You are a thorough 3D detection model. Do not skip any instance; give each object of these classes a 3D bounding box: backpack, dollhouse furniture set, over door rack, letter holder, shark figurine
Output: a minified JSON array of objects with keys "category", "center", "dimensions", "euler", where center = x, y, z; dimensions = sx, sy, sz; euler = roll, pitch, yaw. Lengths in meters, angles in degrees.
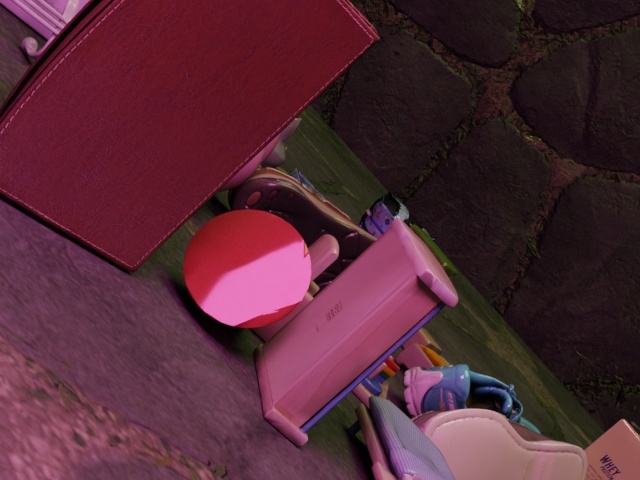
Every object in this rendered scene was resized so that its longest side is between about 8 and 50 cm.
[{"category":"backpack","center":[0.146,-0.003,2.249],"dimensions":[0.158,0.117,0.173],"euler":[47,8,-4]},{"category":"dollhouse furniture set","center":[0.107,0.148,1.159],"dimensions":[0.303,0.198,0.286],"euler":[45,10,-20]},{"category":"over door rack","center":[-0.249,-0.343,1.301],"dimensions":[0.108,0.324,0.239],"euler":[20,-13,45]},{"category":"dollhouse furniture set","center":[0.205,0.155,1.733],"dimensions":[0.197,0.151,0.301],"euler":[36,15,-52]},{"category":"letter holder","center":[-0.145,-0.157,0.955],"dimensions":[0.214,0.302,0.152],"euler":[36,14,-50]},{"category":"shark figurine","center":[-0.078,-0.177,1.977],"dimensions":[0.166,0.116,0.278],"euler":[51,11,12]}]

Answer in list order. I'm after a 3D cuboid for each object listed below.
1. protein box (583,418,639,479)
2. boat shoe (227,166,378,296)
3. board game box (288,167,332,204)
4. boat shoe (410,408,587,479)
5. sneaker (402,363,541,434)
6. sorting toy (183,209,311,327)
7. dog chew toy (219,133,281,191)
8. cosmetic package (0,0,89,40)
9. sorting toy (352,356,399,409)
[{"category":"protein box","center":[0.400,0.377,1.532],"dimensions":[0.200,0.201,0.136],"euler":[51,10,21]},{"category":"boat shoe","center":[0.000,0.000,1.555],"dimensions":[0.324,0.122,0.120],"euler":[43,7,-32]},{"category":"board game box","center":[-0.002,-0.045,1.999],"dimensions":[0.136,0.035,0.201],"euler":[45,9,-15]},{"category":"boat shoe","center":[0.199,0.261,1.394],"dimensions":[0.324,0.117,0.096],"euler":[19,-4,-43]},{"category":"sneaker","center":[0.222,0.239,1.521],"dimensions":[0.275,0.110,0.107],"euler":[34,48,-40]},{"category":"sorting toy","center":[-0.152,-0.037,1.163],"dimensions":[0.365,0.127,0.126],"euler":[47,-21,17]},{"category":"dog chew toy","center":[-0.132,-0.169,1.436],"dimensions":[0.206,0.206,0.332],"euler":[44,17,-23]},{"category":"cosmetic package","center":[-0.386,-0.429,1.481],"dimensions":[0.217,0.156,0.385],"euler":[39,13,-42]},{"category":"sorting toy","center":[0.045,0.135,1.413],"dimensions":[0.132,0.046,0.274],"euler":[48,9,0]}]
